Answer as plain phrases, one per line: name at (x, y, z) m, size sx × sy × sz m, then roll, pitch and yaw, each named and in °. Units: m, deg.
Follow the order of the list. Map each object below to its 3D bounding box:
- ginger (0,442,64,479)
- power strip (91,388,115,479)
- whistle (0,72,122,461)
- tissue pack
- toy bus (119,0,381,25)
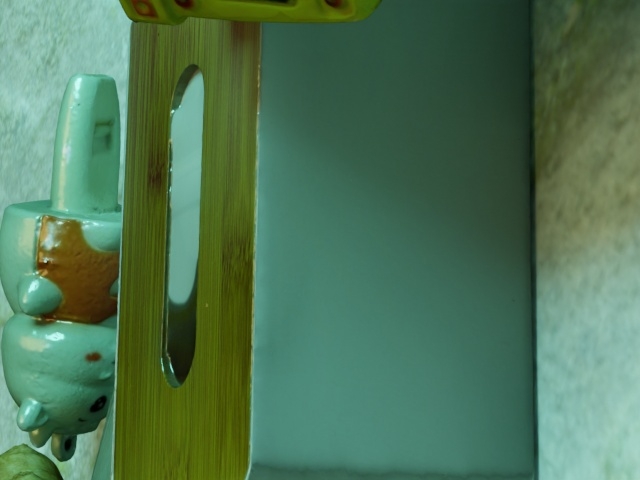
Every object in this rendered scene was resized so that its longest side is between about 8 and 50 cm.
ginger at (-0.176, 0.177, 1.083) m, size 0.299 × 0.065 × 0.118 m, roll 141°, pitch 123°, yaw -76°
power strip at (-0.110, 0.206, 1.061) m, size 0.213 × 0.064 × 0.198 m, roll -103°, pitch 28°, yaw -67°
whistle at (-0.153, 0.019, 1.160) m, size 0.102 × 0.106 × 0.253 m, roll -118°, pitch 32°, yaw -82°
tissue pack at (0.000, 0.000, 0.812) m, size 0.159 × 0.136 × 0.246 m, roll -25°, pitch 61°, yaw 61°
toy bus at (0.022, -0.236, 0.721) m, size 0.151 × 0.145 × 0.331 m, roll 10°, pitch 54°, yaw 32°
